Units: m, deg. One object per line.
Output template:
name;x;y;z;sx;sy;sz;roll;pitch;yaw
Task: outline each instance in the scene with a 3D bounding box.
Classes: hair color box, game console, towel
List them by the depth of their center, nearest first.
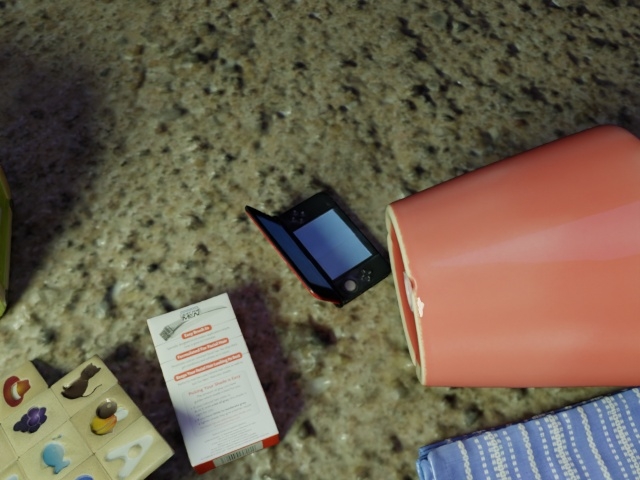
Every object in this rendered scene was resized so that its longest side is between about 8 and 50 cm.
towel;0.286;0.284;0.690;0.336;0.040;0.243;-13;63;-11
hair color box;-0.115;0.150;0.731;0.093;0.053;0.167;-18;65;-12
game console;0.000;0.000;0.804;0.124;0.085;0.144;-32;68;-19

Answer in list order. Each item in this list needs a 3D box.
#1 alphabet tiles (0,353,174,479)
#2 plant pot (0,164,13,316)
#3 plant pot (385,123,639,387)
alphabet tiles;-0.312;0.254;0.617;0.342;0.011;0.285;-38;44;-21
plant pot;-0.447;-0.022;0.714;0.207;0.228;0.227;-4;60;-12
plant pot;0.204;0.034;0.712;0.243;0.275;0.274;-10;61;1
